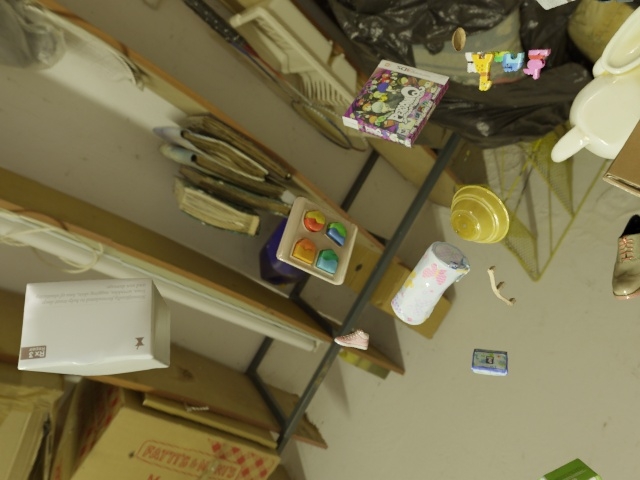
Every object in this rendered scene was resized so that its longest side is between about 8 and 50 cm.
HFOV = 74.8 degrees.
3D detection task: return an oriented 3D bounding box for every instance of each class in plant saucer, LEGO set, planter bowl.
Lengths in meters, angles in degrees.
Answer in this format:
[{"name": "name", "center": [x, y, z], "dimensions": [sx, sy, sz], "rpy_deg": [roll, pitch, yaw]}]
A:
[{"name": "plant saucer", "center": [0.529, -0.772, 1.611], "dimensions": [0.015, 0.083, 0.083], "rpy_deg": [22, 175, 46]}, {"name": "LEGO set", "center": [0.485, -0.463, 1.144], "dimensions": [0.087, 0.093, 0.227], "rpy_deg": [-27, -146, -34]}, {"name": "planter bowl", "center": [0.505, -0.067, 1.402], "dimensions": [0.217, 0.090, 0.217], "rpy_deg": [41, 149, 32]}]

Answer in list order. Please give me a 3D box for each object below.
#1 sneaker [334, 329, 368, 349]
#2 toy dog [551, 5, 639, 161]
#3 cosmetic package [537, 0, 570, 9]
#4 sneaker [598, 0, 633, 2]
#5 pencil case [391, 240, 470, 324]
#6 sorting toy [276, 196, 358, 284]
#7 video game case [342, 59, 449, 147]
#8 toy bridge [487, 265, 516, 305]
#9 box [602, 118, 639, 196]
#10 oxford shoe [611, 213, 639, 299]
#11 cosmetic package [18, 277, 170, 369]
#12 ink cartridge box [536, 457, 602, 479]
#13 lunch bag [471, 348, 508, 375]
[{"name": "sneaker", "center": [0.122, 0.364, 1.578], "dimensions": [0.134, 0.070, 0.051], "rpy_deg": [15, -178, -16]}, {"name": "toy dog", "center": [0.793, -0.311, 1.030], "dimensions": [0.284, 0.395, 0.408], "rpy_deg": [49, -149, 22]}, {"name": "cosmetic package", "center": [0.697, -0.740, 1.166], "dimensions": [0.117, 0.085, 0.231], "rpy_deg": [35, -171, -17]}, {"name": "sneaker", "center": [0.643, -0.523, 0.790], "dimensions": [0.321, 0.128, 0.126], "rpy_deg": [-6, 153, 28]}, {"name": "pencil case", "center": [0.317, 0.129, 1.227], "dimensions": [0.124, 0.273, 0.113], "rpy_deg": [19, -141, -11]}, {"name": "sorting toy", "center": [0.000, 0.000, 1.163], "dimensions": [0.208, 0.193, 0.038], "rpy_deg": [25, 159, -21]}, {"name": "video game case", "center": [0.208, -0.382, 1.153], "dimensions": [0.210, 0.232, 0.042], "rpy_deg": [27, 164, 24]}, {"name": "toy bridge", "center": [0.748, 0.195, 1.749], "dimensions": [0.188, 0.063, 0.026], "rpy_deg": [56, 153, -8]}, {"name": "box", "center": [0.593, -0.129, 0.701], "dimensions": [0.164, 0.201, 0.021], "rpy_deg": [33, 154, 23]}, {"name": "oxford shoe", "center": [1.064, 0.053, 1.447], "dimensions": [0.130, 0.348, 0.123], "rpy_deg": [47, 149, -12]}, {"name": "cosmetic package", "center": [-0.446, 0.198, 0.896], "dimensions": [0.217, 0.156, 0.385], "rpy_deg": [-1, 160, -17]}, {"name": "ink cartridge box", "center": [0.703, 0.790, 1.211], "dimensions": [0.189, 0.255, 0.097], "rpy_deg": [63, 179, -1]}, {"name": "lunch bag", "center": [0.653, 0.474, 1.612], "dimensions": [0.128, 0.096, 0.151], "rpy_deg": [-1, -177, 25]}]
